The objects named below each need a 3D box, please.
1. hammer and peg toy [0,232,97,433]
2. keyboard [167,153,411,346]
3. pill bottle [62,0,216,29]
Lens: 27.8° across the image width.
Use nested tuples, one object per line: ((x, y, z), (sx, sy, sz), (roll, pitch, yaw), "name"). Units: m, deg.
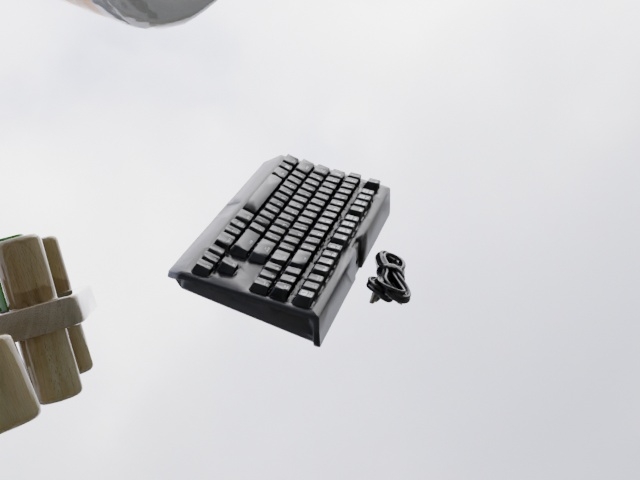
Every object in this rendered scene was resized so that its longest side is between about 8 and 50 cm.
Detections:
((-0.304, 0.082, 0.964), (0.266, 0.361, 0.127), (-16, -88, -6), "hammer and peg toy")
((0.000, 0.000, 0.666), (0.180, 0.108, 0.023), (-58, -11, -64), "keyboard")
((-0.175, -0.229, 0.714), (0.162, 0.278, 0.162), (-45, -32, -40), "pill bottle")
